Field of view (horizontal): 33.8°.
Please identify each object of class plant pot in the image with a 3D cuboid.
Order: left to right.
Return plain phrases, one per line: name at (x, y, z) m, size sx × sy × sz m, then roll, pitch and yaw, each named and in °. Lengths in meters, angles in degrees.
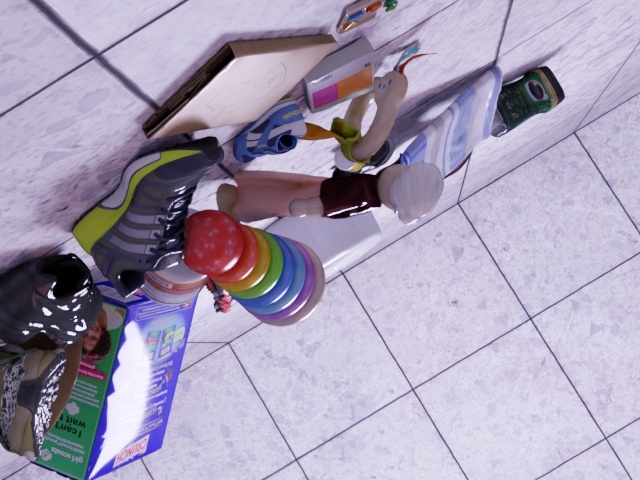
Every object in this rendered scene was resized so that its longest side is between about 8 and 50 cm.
plant pot at (-0.453, 0.204, 1.658) m, size 0.032 × 0.236 × 0.236 m, roll 25°, pitch 132°, yaw -38°

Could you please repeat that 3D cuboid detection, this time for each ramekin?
ramekin at (0.000, 0.000, 2.300) m, size 0.277 × 0.135 × 0.277 m, roll -31°, pitch 173°, yaw -4°

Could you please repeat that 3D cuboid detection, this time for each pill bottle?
pill bottle at (-0.231, 0.034, 1.668) m, size 0.121 × 0.121 × 0.216 m, roll -28°, pitch 173°, yaw -21°
pill bottle at (0.054, -0.146, 1.905) m, size 0.043 × 0.043 × 0.083 m, roll -33°, pitch 172°, yaw 13°

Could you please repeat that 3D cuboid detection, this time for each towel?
towel at (0.242, -0.184, 1.976) m, size 0.285 × 0.034 × 0.209 m, roll -44°, pitch 157°, yaw -24°

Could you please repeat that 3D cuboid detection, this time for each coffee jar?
coffee jar at (0.418, -0.292, 2.192) m, size 0.184 × 0.096 × 0.079 m, roll -27°, pitch 174°, yaw -23°

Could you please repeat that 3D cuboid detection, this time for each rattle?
rattle at (0.053, -0.218, 1.500) m, size 0.199 × 0.143 × 0.130 m, roll -55°, pitch -167°, yaw 34°

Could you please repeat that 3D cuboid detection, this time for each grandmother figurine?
grandmother figurine at (0.016, -0.067, 1.566) m, size 0.342 × 0.104 × 0.208 m, roll -4°, pitch -162°, yaw 25°

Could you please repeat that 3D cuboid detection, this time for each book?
book at (0.023, -0.214, 1.397) m, size 0.096 × 0.035 × 0.144 m, roll -28°, pitch 172°, yaw -3°

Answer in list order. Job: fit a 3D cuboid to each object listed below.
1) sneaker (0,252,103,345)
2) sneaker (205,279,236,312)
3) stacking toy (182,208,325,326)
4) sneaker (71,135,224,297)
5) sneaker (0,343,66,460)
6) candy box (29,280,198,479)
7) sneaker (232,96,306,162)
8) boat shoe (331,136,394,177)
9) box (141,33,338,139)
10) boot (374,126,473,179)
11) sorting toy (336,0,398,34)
sneaker at (-0.368, 0.078, 1.509) m, size 0.130 × 0.109 × 0.286 m, roll -39°, pitch 173°, yaw 9°
sneaker at (-0.183, 0.084, 2.259) m, size 0.135 × 0.097 × 0.276 m, roll -27°, pitch 170°, yaw -12°
stacking toy at (-0.111, 0.034, 1.525) m, size 0.141 × 0.141 × 0.330 m, roll -33°, pitch 158°, yaw 11°
sneaker at (-0.203, -0.031, 1.347) m, size 0.111 × 0.121 × 0.300 m, roll -24°, pitch 170°, yaw -44°
sneaker at (-0.476, 0.209, 1.459) m, size 0.182 × 0.158 × 0.410 m, roll 15°, pitch 167°, yaw -26°
candy box at (-0.352, 0.233, 1.843) m, size 0.268 × 0.122 × 0.317 m, roll -7°, pitch 112°, yaw -70°
sneaker at (-0.070, -0.136, 1.430) m, size 0.053 × 0.059 × 0.144 m, roll -28°, pitch 173°, yaw -41°
boat shoe at (0.080, -0.148, 1.988) m, size 0.142 × 0.049 × 0.040 m, roll -34°, pitch 172°, yaw 34°
box at (-0.090, -0.180, 1.217) m, size 0.164 × 0.021 × 0.201 m, roll -37°, pitch 170°, yaw 35°
boot at (0.212, -0.186, 2.082) m, size 0.264 × 0.096 × 0.280 m, roll -40°, pitch 166°, yaw 1°
sorting toy at (0.060, -0.271, 1.239) m, size 0.083 × 0.012 × 0.062 m, roll -29°, pitch 172°, yaw -15°
